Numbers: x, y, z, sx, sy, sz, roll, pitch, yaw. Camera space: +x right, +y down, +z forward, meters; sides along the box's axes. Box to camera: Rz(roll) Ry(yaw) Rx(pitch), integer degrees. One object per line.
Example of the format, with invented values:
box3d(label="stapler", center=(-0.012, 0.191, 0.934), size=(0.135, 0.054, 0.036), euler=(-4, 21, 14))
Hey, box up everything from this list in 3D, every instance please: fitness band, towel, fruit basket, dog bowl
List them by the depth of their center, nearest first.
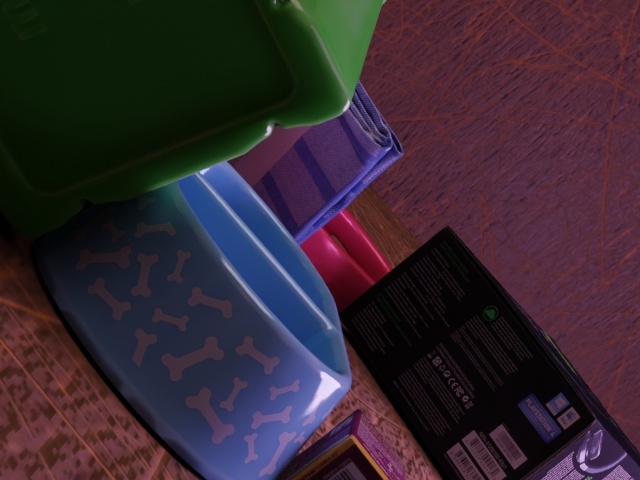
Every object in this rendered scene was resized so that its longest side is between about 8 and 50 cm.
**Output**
box3d(label="fruit basket", center=(-0.112, -0.243, 0.786), size=(0.392, 0.283, 0.392), euler=(-21, 90, -80))
box3d(label="dog bowl", center=(-0.057, 0.024, 0.859), size=(0.166, 0.074, 0.297), euler=(49, 6, -11))
box3d(label="towel", center=(-0.069, -0.133, 1.227), size=(0.034, 0.209, 0.285), euler=(-24, 78, -40))
box3d(label="fitness band", center=(0.000, 0.000, 1.581), size=(0.291, 0.054, 0.209), euler=(44, 11, -42))

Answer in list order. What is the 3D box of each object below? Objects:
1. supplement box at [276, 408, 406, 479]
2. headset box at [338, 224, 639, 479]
box3d(label="supplement box", center=(0.009, 0.123, 0.835), size=(0.043, 0.055, 0.083), euler=(52, 6, -1))
box3d(label="headset box", center=(0.178, 0.162, 1.487), size=(0.283, 0.131, 0.246), euler=(44, 9, -51))
